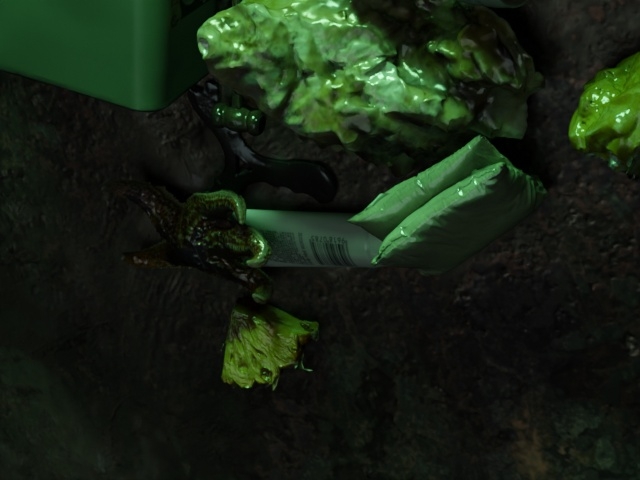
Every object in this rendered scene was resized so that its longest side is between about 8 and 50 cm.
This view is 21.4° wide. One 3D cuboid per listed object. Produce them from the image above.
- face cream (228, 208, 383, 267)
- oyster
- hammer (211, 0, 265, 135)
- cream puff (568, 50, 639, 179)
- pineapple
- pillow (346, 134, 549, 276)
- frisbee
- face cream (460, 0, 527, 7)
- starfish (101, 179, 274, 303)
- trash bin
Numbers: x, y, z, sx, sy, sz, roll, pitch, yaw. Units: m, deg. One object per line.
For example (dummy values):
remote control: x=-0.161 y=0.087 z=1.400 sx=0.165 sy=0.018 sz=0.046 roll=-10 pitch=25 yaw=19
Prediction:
face cream: x=0.000 y=0.000 z=1.899 sx=0.243 sy=0.058 sz=0.092 roll=2 pitch=132 yaw=32
oyster: x=0.045 y=-0.167 z=1.726 sx=0.351 sy=0.115 sz=0.238 roll=16 pitch=127 yaw=1
hammer: x=-0.087 y=-0.250 z=1.805 sx=0.058 sy=0.029 sz=0.292 roll=11 pitch=119 yaw=16
cream puff: x=0.306 y=-0.123 z=1.608 sx=0.156 sy=0.156 sz=0.121 roll=22 pitch=112 yaw=15
pineapple: x=-0.065 y=0.115 z=2.004 sx=0.137 sy=0.069 sz=0.116 roll=-28 pitch=98 yaw=28
pillow: x=0.140 y=-0.032 z=1.743 sx=0.181 sy=0.134 sz=0.078 roll=-34 pitch=56 yaw=25
frisbee: x=-0.100 y=-0.096 z=1.918 sx=0.211 sy=0.012 sz=0.187 roll=-21 pitch=108 yaw=37
face cream: x=0.165 y=-0.278 z=1.598 sx=0.104 sy=0.117 sz=0.117 roll=3 pitch=120 yaw=37
starfish: x=-0.149 y=-0.004 z=1.953 sx=0.238 sy=0.071 sz=0.216 roll=-27 pitch=103 yaw=47
trash bin: x=-0.224 y=-0.332 z=1.750 sx=0.222 sy=0.158 sz=0.344 roll=18 pitch=125 yaw=18
